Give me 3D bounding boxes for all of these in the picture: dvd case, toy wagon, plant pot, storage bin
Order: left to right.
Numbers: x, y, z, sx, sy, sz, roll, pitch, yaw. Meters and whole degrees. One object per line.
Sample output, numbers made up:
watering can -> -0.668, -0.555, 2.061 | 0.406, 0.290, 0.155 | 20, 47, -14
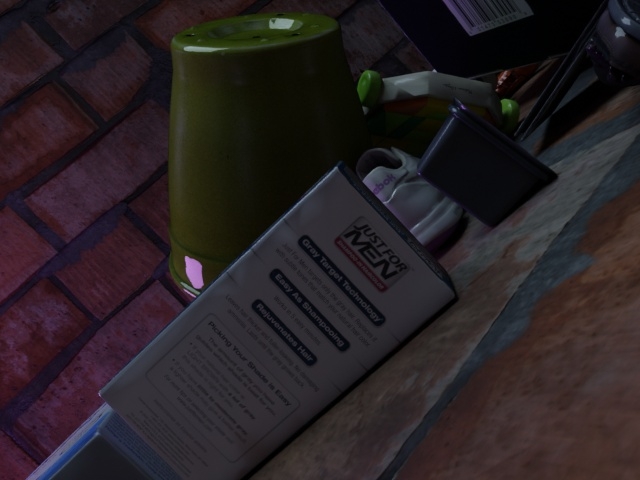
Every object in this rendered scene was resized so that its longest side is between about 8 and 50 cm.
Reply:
plant pot -> -0.077, -0.143, 0.991 | 0.366, 0.353, 0.366 | -4, 28, 2
toy wagon -> 0.159, -0.194, 1.143 | 0.344, 0.267, 0.068 | 146, 129, -68
storage bin -> 0.176, -0.085, 0.743 | 0.091, 0.135, 0.098 | -52, 3, 17
dvd case -> 0.331, -0.236, 0.833 | 0.164, 0.018, 0.221 | -36, -21, -52

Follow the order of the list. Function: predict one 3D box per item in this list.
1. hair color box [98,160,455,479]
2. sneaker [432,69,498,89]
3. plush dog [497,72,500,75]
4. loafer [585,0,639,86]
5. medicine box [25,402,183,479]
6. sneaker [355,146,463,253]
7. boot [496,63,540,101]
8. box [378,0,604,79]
hair color box -> -0.046, 0.097, 0.703 | 0.347, 0.174, 0.105 | -42, 4, 12
sneaker -> 0.195, -0.230, 1.495 | 0.257, 0.169, 0.447 | -51, 4, -24
plush dog -> 0.422, -0.484, 1.520 | 0.262, 0.225, 0.210 | -48, 33, 5
loafer -> 0.323, -0.188, 0.663 | 0.302, 0.109, 0.095 | -40, -18, -54
medicine box -> -0.302, 0.338, 0.889 | 0.263, 0.149, 0.289 | -44, 6, 0
sneaker -> 0.132, -0.086, 0.929 | 0.114, 0.152, 0.305 | -43, 4, 20
boot -> 0.411, -0.347, 1.412 | 0.084, 0.059, 0.158 | -52, 1, -38
box -> 0.394, -0.556, 1.100 | 0.472, 0.297, 0.480 | -50, 21, -13
